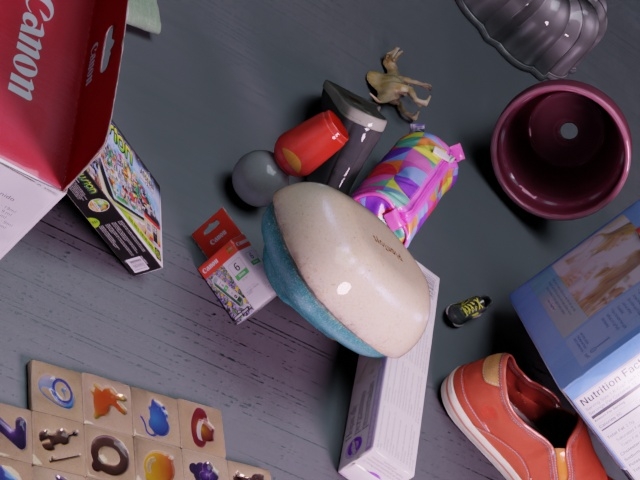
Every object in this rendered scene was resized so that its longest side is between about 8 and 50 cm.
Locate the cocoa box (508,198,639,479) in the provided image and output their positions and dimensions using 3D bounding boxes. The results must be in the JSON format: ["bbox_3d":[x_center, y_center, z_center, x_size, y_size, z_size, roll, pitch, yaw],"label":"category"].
[{"bbox_3d":[0.409,0.135,1.871,0.228,0.231,0.347,51,8,-15],"label":"cocoa box"}]

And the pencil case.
[{"bbox_3d":[0.104,-0.062,1.934,0.104,0.104,0.236,48,34,-6],"label":"pencil case"}]

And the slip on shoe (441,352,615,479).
[{"bbox_3d":[0.293,0.263,1.872,0.331,0.101,0.123,44,34,-12],"label":"slip on shoe"}]

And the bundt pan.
[{"bbox_3d":[0.354,-0.433,2.531,0.330,0.124,0.331,29,40,-28],"label":"bundt pan"}]

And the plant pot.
[{"bbox_3d":[0.358,-0.148,2.244,0.201,0.201,0.180,48,20,-5],"label":"plant pot"}]

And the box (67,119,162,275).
[{"bbox_3d":[-0.220,-0.066,1.560,0.207,0.036,0.114,58,20,-51],"label":"box"}]

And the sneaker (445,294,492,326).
[{"bbox_3d":[0.192,0.086,1.970,0.083,0.035,0.031,-21,75,-53],"label":"sneaker"}]

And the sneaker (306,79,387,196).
[{"bbox_3d":[0.019,-0.131,1.948,0.083,0.118,0.222,25,11,-8],"label":"sneaker"}]

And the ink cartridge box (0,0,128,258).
[{"bbox_3d":[-0.306,-0.147,1.420,0.130,0.272,0.309,29,41,-29],"label":"ink cartridge box"}]

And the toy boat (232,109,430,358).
[{"bbox_3d":[0.000,0.000,1.705,0.267,0.148,0.318,38,24,-49],"label":"toy boat"}]

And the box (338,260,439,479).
[{"bbox_3d":[0.083,0.149,1.770,0.067,0.063,0.324,35,39,-20],"label":"box"}]

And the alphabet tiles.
[{"bbox_3d":[-0.173,0.261,1.435,0.342,0.011,0.285,20,45,-36],"label":"alphabet tiles"}]

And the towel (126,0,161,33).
[{"bbox_3d":[-0.341,-0.385,1.796,0.324,0.038,0.248,15,50,-42],"label":"towel"}]

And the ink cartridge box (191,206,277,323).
[{"bbox_3d":[-0.099,0.028,1.675,0.115,0.063,0.029,54,34,5],"label":"ink cartridge box"}]

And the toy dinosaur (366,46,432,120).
[{"bbox_3d":[0.104,-0.207,2.132,0.092,0.053,0.183,29,31,-5],"label":"toy dinosaur"}]
